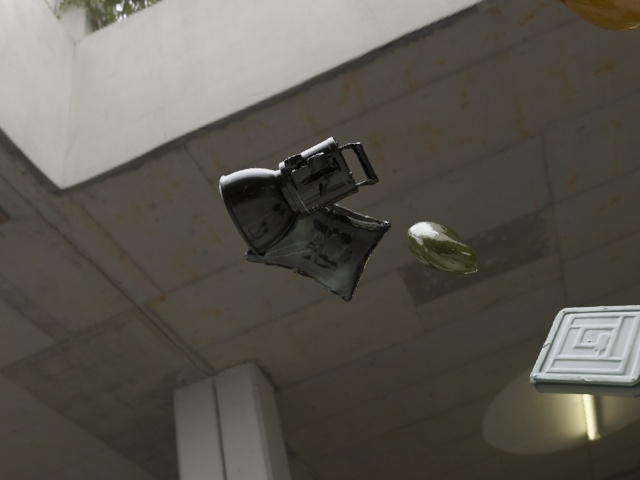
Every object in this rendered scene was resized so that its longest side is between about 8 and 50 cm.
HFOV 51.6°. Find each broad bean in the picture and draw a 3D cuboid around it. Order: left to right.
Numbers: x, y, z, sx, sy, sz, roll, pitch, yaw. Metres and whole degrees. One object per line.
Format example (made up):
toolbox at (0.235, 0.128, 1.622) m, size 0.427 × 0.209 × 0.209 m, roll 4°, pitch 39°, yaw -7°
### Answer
broad bean at (0.308, 0.017, 1.674) m, size 0.189 × 0.263 × 0.121 m, roll 28°, pitch -90°, yaw -8°

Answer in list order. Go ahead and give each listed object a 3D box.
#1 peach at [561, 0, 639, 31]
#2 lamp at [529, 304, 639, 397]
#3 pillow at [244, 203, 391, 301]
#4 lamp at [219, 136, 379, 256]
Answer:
peach at (0.566, -0.511, 1.127) m, size 0.372 × 0.372 × 0.290 m, roll -5°, pitch -80°, yaw -12°
lamp at (0.661, 0.257, 1.581) m, size 0.269 × 0.266 × 0.047 m, roll -10°, pitch -59°, yaw 45°
pillow at (0.000, 0.000, 1.277) m, size 0.249 × 0.106 × 0.186 m, roll 24°, pitch -83°, yaw -22°
lamp at (-0.031, -0.089, 1.068) m, size 0.227 × 0.147 × 0.172 m, roll -27°, pitch -10°, yaw 9°
